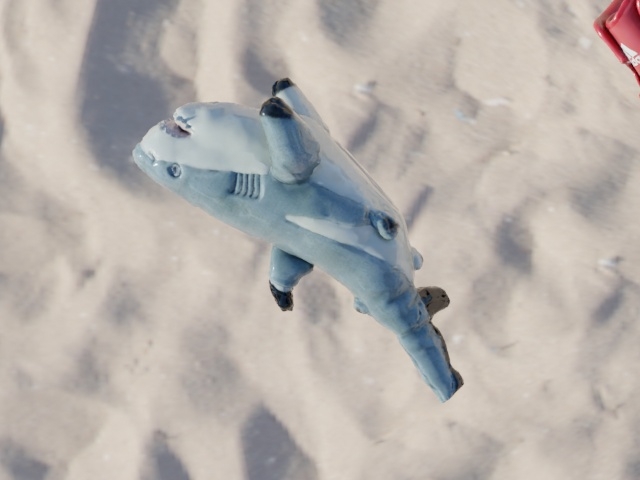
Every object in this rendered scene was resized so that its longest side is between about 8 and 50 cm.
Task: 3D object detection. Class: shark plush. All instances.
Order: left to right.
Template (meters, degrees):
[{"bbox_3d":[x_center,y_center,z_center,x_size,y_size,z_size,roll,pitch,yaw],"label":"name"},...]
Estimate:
[{"bbox_3d":[0.000,0.000,0.671,0.067,0.073,0.161,-41,110,10],"label":"shark plush"}]

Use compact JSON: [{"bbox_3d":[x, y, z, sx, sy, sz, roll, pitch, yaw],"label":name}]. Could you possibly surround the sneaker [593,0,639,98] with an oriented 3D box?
[{"bbox_3d":[0.199,-0.063,0.898,0.087,0.128,0.221,-39,36,47],"label":"sneaker"}]
